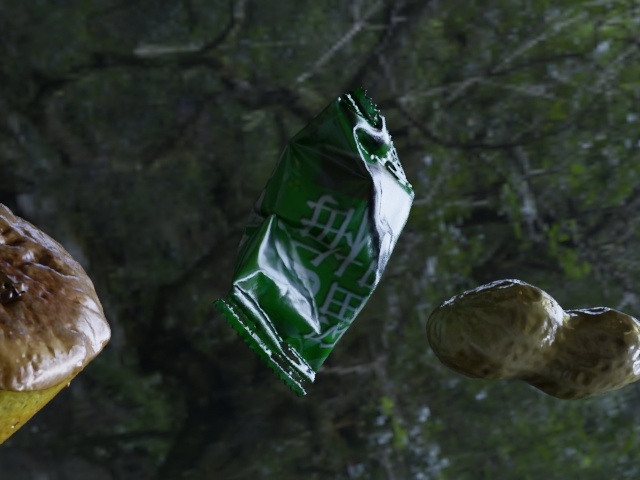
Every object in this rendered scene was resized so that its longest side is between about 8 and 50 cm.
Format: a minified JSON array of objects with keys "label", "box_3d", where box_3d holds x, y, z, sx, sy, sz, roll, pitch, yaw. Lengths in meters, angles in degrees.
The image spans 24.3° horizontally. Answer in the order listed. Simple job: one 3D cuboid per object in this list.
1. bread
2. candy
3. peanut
[{"label":"bread","box_3d":[-0.367,0.072,1.465,0.312,0.312,0.172,49,-62,35]},{"label":"candy","box_3d":[-0.002,0.000,1.114,0.078,0.141,0.203,11,-115,48]},{"label":"peanut","box_3d":[0.182,0.081,1.220,0.089,0.193,0.089,-168,-90,-77]}]
